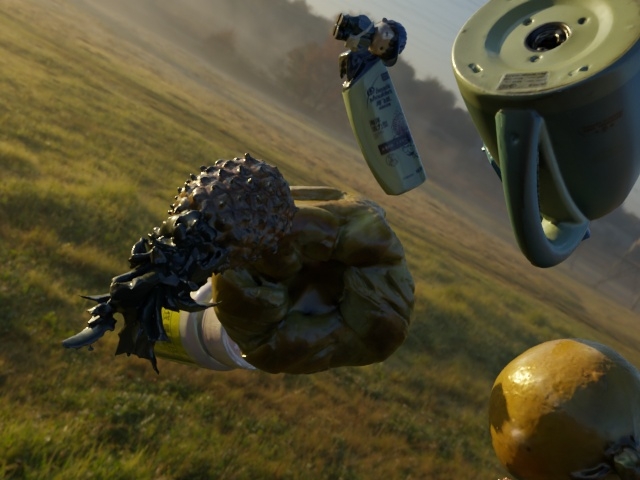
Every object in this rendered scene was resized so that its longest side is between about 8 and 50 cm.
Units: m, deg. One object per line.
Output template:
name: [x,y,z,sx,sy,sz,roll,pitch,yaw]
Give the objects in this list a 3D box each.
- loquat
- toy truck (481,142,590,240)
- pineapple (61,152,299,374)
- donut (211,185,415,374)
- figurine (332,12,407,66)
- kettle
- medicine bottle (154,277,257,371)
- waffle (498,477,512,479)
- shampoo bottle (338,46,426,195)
loquat: [0.500,0.357,1.338,0.329,0.328,0.359,27,5,-17]
toy truck: [0.553,-0.148,1.754,0.385,0.161,0.162,51,25,-29]
pineapple: [-0.167,0.026,0.850,0.166,0.165,0.364,31,42,7]
donut: [-0.008,0.078,1.183,0.361,0.360,0.170,26,22,-20]
figurine: [0.097,-0.393,1.334,0.149,0.086,0.087,10,22,-19]
kettle: [0.330,-0.133,0.956,0.247,0.319,0.342,13,-31,38]
medicine bottle: [-0.258,0.190,1.600,0.214,0.213,0.379,21,-16,-39]
waffle: [0.360,0.459,1.248,0.083,0.029,0.075,26,1,5]
shampoo bottle: [0.137,-0.283,1.641,0.078,0.134,0.359,16,-48,65]
